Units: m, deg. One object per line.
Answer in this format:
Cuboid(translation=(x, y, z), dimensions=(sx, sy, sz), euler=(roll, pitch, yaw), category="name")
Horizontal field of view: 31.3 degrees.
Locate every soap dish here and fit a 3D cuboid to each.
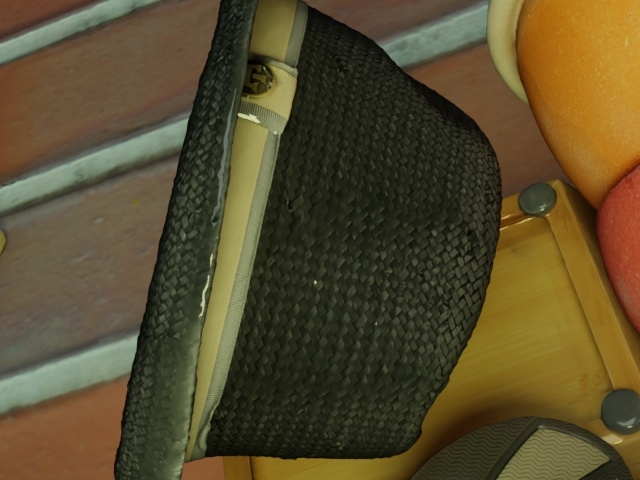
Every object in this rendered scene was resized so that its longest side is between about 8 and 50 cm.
Cuboid(translation=(0.067, 0.099, 0.690), dimensions=(0.290, 0.118, 0.229), euler=(-21, 48, 11), category="soap dish")

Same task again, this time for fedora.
Cuboid(translation=(0.000, 0.000, 0.591), dimensions=(0.152, 0.334, 0.334), euler=(13, 54, -5), category="fedora")

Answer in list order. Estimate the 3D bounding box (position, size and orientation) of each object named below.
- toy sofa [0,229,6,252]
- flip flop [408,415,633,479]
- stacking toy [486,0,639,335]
Cuboid(translation=(-0.477, 0.022, 0.993), dimensions=(0.362, 0.150, 0.177), euler=(2, 54, 27), category="toy sofa")
Cuboid(translation=(0.063, 0.213, 0.539), dimensions=(0.112, 0.080, 0.277), euler=(19, 75, 15), category="flip flop")
Cuboid(translation=(0.272, 0.045, 0.551), dimensions=(0.350, 0.350, 0.480), euler=(-10, 67, 19), category="stacking toy")
